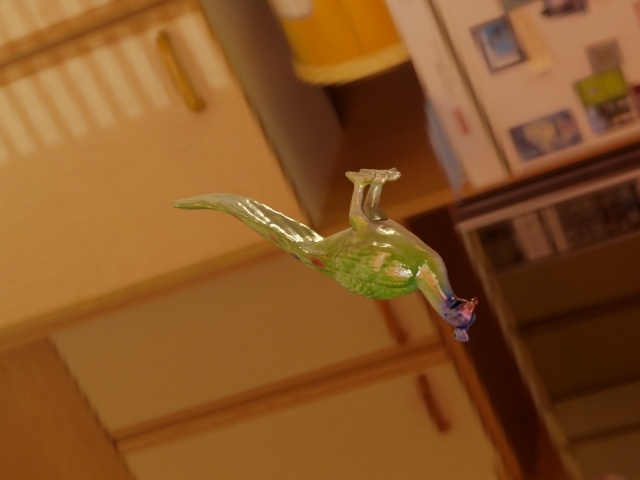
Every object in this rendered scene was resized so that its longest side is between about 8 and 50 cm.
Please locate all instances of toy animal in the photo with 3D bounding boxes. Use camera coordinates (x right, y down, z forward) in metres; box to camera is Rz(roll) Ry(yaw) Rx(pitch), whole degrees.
[{"bbox_3d":[0.006,-0.015,0.901,0.041,0.217,0.075,-8,-61,-59],"label":"toy animal"}]
